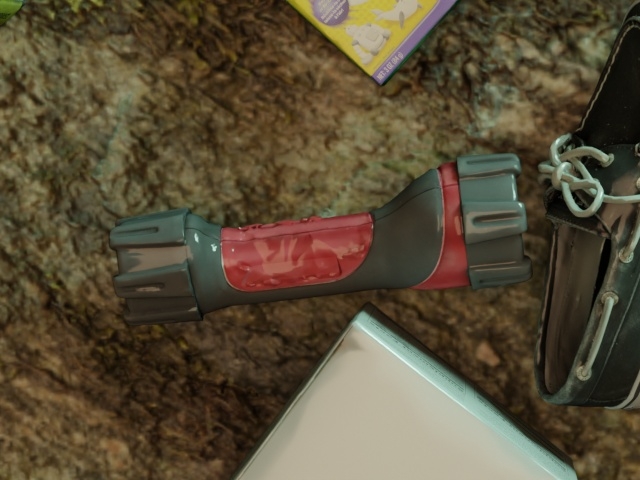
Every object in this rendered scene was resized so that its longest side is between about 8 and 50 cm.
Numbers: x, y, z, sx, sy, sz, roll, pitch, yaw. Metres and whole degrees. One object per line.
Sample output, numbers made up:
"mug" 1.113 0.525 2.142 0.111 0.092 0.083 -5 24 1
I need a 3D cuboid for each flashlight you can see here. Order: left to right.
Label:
"flashlight" 0.000 0.000 1.395 0.304 0.103 0.103 -6 94 4

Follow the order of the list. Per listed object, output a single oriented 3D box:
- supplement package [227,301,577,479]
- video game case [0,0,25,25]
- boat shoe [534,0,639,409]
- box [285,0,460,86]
"supplement package" 0.031 0.213 1.385 0.204 0.145 0.262 37 96 2
"video game case" -0.333 -0.265 1.331 0.035 0.248 0.275 -39 90 7
"boat shoe" 0.207 -0.030 1.364 0.105 0.113 0.306 3 104 -27
"box" 0.014 -0.211 1.411 0.179 0.043 0.105 42 95 3
